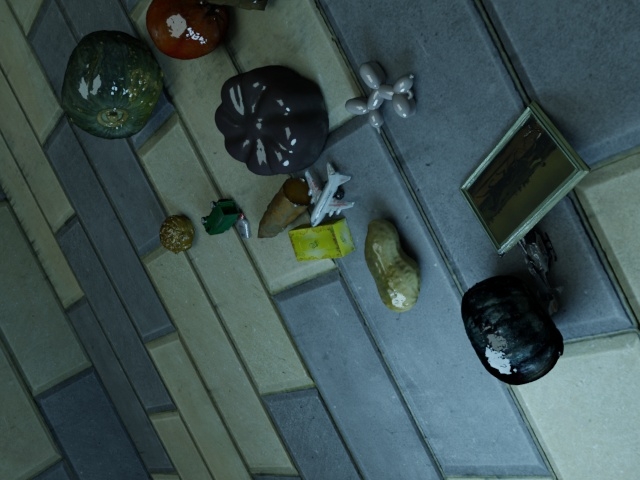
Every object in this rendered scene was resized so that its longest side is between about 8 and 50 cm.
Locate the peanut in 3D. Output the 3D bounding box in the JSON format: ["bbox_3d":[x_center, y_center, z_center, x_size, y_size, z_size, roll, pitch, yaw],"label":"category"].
[{"bbox_3d":[0.177,0.058,1.361,0.120,0.110,0.236,-17,91,66],"label":"peanut"}]

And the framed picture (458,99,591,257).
[{"bbox_3d":[0.383,-0.118,1.089,0.252,0.014,0.197,-57,42,41],"label":"framed picture"}]

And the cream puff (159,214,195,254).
[{"bbox_3d":[-0.506,-0.022,1.932,0.126,0.103,0.143,46,128,17],"label":"cream puff"}]

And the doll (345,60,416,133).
[{"bbox_3d":[0.143,-0.321,1.238,0.160,0.059,0.161,42,131,19],"label":"doll"}]

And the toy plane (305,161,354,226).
[{"bbox_3d":[0.016,-0.111,1.445,0.162,0.066,0.171,36,124,23],"label":"toy plane"}]

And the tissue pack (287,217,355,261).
[{"bbox_3d":[0.000,0.000,1.519,0.176,0.062,0.095,-6,106,44],"label":"tissue pack"}]

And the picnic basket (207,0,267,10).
[{"bbox_3d":[-0.268,-0.692,1.232,0.337,0.337,0.292,42,123,20],"label":"picnic basket"}]

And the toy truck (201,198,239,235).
[{"bbox_3d":[-0.321,-0.074,1.765,0.147,0.065,0.079,-45,64,46],"label":"toy truck"}]

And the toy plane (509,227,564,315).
[{"bbox_3d":[0.446,0.054,1.132,0.053,0.078,0.196,-19,95,44],"label":"toy plane"}]

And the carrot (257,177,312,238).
[{"bbox_3d":[-0.118,-0.072,1.570,0.101,0.102,0.263,54,136,8],"label":"carrot"}]

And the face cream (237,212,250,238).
[{"bbox_3d":[-0.243,-0.047,1.742,0.040,0.021,0.083,13,118,37],"label":"face cream"}]

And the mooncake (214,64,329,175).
[{"bbox_3d":[-0.132,-0.306,1.429,0.306,0.154,0.305,17,118,33],"label":"mooncake"}]

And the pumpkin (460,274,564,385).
[{"bbox_3d":[0.389,0.181,1.143,0.163,0.233,0.233,-34,86,17],"label":"pumpkin"}]

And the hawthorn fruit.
[{"bbox_3d":[-0.368,-0.575,1.477,0.253,0.205,0.205,-12,102,42],"label":"hawthorn fruit"}]

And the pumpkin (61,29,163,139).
[{"bbox_3d":[-0.630,-0.476,1.701,0.328,0.292,0.257,-36,63,35],"label":"pumpkin"}]
